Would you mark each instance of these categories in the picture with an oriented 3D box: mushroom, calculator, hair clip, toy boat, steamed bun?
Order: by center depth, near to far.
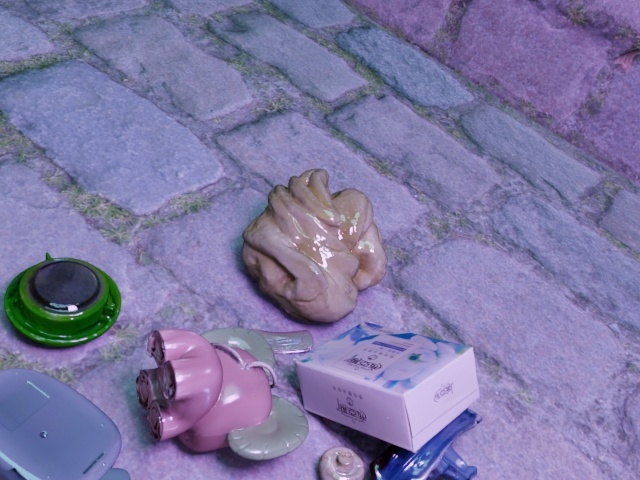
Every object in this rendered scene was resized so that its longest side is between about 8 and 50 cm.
[{"bbox_3d":[-0.426,0.316,1.079,0.299,0.041,0.185,37,33,6],"label":"calculator"},{"bbox_3d":[0.037,0.402,1.195,0.083,0.067,0.083,7,41,-6],"label":"mushroom"},{"bbox_3d":[0.207,0.396,1.230,0.142,0.129,0.309,46,45,17],"label":"toy boat"},{"bbox_3d":[-0.082,0.206,1.393,0.137,0.022,0.054,3,44,-21],"label":"hair clip"},{"bbox_3d":[-0.002,-0.004,1.508,0.325,0.230,0.372,38,41,13],"label":"steamed bun"}]

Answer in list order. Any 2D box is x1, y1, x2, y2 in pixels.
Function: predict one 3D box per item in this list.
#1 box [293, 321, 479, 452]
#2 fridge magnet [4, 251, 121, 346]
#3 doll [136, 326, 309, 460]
[{"bbox_3d":[0.120,0.257,1.256,0.203,0.116,0.274,-24,21,-39],"label":"box"},{"bbox_3d":[-0.481,0.109,1.272,0.208,0.088,0.208,12,41,-11],"label":"fridge magnet"},{"bbox_3d":[-0.163,0.251,1.163,0.268,0.216,0.284,-2,43,-34],"label":"doll"}]
